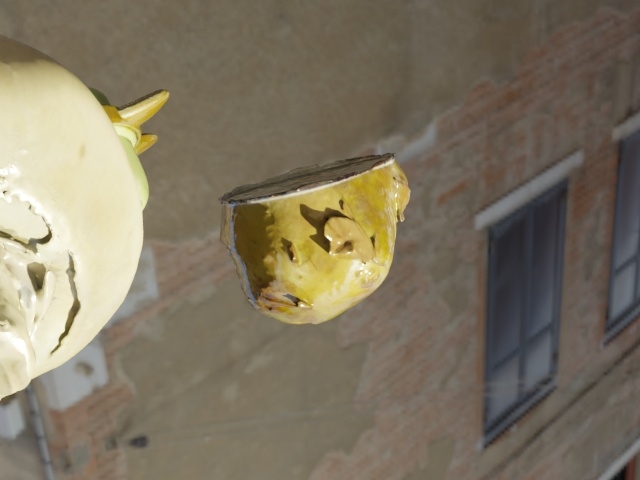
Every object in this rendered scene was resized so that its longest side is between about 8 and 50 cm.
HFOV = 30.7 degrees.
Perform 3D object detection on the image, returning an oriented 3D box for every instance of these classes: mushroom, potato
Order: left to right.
[{"bbox_3d":[-0.212,0.006,0.639,0.246,0.246,0.202,-16,-130,-21],"label":"mushroom"},{"bbox_3d":[0.000,0.000,1.573,0.247,0.196,0.300,-6,-168,29],"label":"potato"}]

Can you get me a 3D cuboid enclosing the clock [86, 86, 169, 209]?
[{"bbox_3d":[-0.294,-0.033,1.083,0.349,0.117,0.286,-26,173,-17],"label":"clock"}]
